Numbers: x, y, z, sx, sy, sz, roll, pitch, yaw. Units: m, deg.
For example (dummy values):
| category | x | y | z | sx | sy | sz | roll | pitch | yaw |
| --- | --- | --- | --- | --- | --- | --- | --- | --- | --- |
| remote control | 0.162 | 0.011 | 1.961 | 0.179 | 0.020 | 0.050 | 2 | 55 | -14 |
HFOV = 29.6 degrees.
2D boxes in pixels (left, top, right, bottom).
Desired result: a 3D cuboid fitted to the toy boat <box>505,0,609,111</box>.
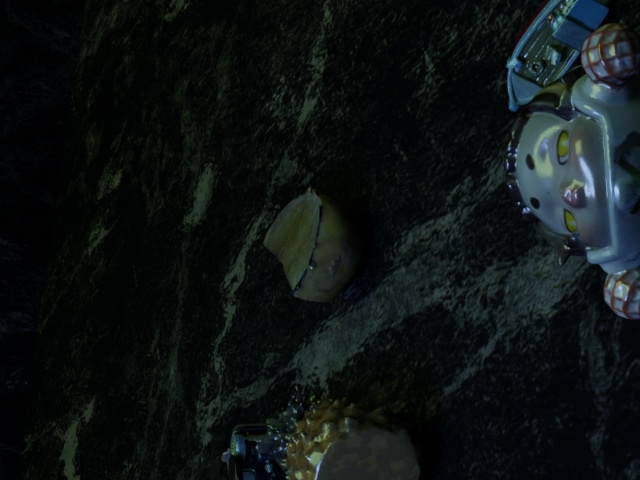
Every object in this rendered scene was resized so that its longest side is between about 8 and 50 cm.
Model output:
| category | x | y | z | sx | sy | sz | roll | pitch | yaw |
| --- | --- | --- | --- | --- | --- | --- | --- | --- | --- |
| toy boat | 0.262 | -0.220 | 1.362 | 0.173 | 0.069 | 0.058 | -54 | 24 | 29 |

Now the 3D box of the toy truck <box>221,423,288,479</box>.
| category | x | y | z | sx | sy | sz | roll | pitch | yaw |
| --- | --- | --- | --- | --- | --- | --- | --- | --- | --- |
| toy truck | -0.075 | 0.394 | 1.700 | 0.140 | 0.108 | 0.256 | 111 | 155 | -45 |

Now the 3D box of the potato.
| category | x | y | z | sx | sy | sz | roll | pitch | yaw |
| --- | --- | --- | --- | --- | --- | --- | --- | --- | --- |
| potato | 0.000 | 0.000 | 1.757 | 0.138 | 0.098 | 0.243 | -66 | 21 | 12 |

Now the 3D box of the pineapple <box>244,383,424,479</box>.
| category | x | y | z | sx | sy | sz | roll | pitch | yaw |
| --- | --- | --- | --- | --- | --- | --- | --- | --- | --- |
| pineapple | 0.008 | 0.258 | 1.550 | 0.340 | 0.169 | 0.169 | -164 | 89 | -72 |

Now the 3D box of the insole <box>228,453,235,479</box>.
| category | x | y | z | sx | sy | sz | roll | pitch | yaw |
| --- | --- | --- | --- | --- | --- | --- | --- | --- | --- |
| insole | -0.120 | 0.369 | 1.662 | 0.053 | 0.002 | 0.152 | 128 | 142 | -61 |

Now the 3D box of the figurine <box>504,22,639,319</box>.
| category | x | y | z | sx | sy | sz | roll | pitch | yaw |
| --- | --- | --- | --- | --- | --- | --- | --- | --- | --- |
| figurine | 0.306 | -0.061 | 1.092 | 0.370 | 0.167 | 0.281 | 21 | 126 | 56 |
